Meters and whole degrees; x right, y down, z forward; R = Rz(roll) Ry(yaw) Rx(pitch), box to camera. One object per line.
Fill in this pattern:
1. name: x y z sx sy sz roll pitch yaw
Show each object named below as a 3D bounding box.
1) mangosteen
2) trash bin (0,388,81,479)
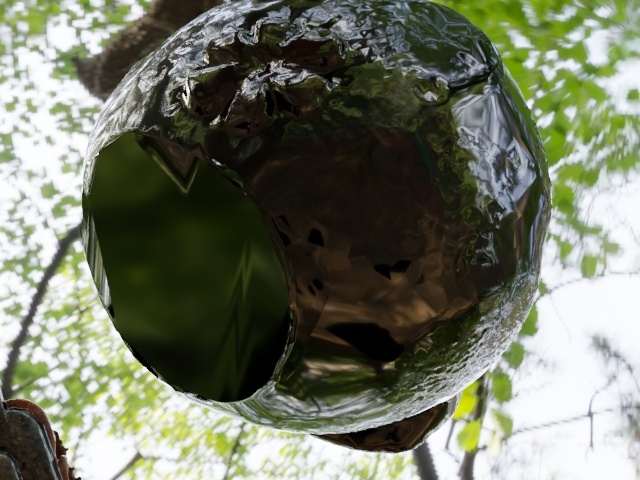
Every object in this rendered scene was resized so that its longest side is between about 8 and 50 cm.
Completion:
1. mangosteen: -0.003 0.000 0.750 0.287 0.233 0.287 19 -57 33
2. trash bin: -0.255 0.195 0.975 0.161 0.239 0.184 -19 -90 -8
